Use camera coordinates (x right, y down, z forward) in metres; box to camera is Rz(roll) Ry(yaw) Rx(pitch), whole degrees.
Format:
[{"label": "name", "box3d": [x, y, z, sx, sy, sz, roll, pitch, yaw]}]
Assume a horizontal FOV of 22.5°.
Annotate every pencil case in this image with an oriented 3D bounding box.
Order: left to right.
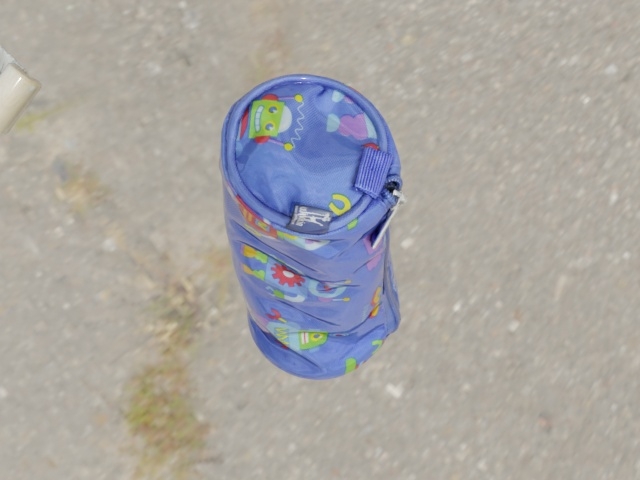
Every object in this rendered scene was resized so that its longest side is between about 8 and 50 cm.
[{"label": "pencil case", "box3d": [0.000, 0.000, 1.187, 0.133, 0.119, 0.306, 22, 157, 12]}]

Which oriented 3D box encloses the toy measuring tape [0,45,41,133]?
[{"label": "toy measuring tape", "box3d": [-0.262, -0.155, 0.982, 0.330, 0.121, 0.121, -135, 45, -56]}]
